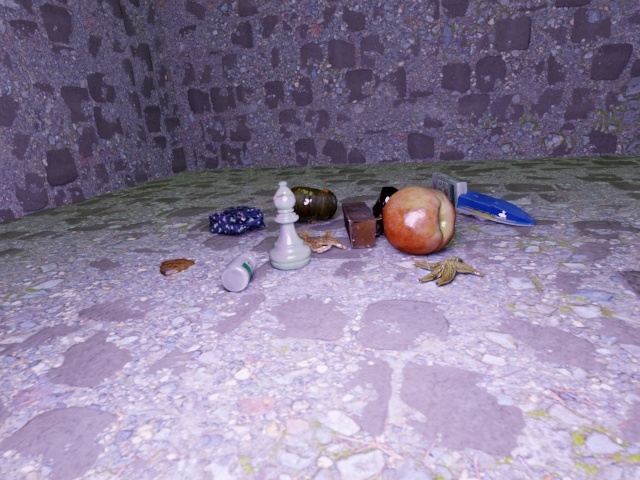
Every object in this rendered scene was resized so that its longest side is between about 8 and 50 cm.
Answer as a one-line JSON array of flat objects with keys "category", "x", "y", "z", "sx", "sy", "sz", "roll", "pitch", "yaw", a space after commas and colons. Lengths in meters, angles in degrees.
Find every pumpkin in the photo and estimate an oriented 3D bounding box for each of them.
[{"category": "pumpkin", "x": -0.043, "y": -0.153, "z": 1.761, "sx": 0.237, "sy": 0.160, "sz": 0.238, "roll": 6, "pitch": -2, "yaw": 0}]

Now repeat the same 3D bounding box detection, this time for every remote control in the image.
[{"category": "remote control", "x": 0.592, "y": -0.228, "z": 1.861, "sx": 0.050, "sy": 0.145, "sz": 0.344, "roll": -9, "pitch": 17, "yaw": -1}]

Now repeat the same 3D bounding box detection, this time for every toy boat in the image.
[{"category": "toy boat", "x": 0.692, "y": -0.111, "z": 1.583, "sx": 0.295, "sy": 0.088, "sz": 0.129, "roll": 26, "pitch": 38, "yaw": 38}]

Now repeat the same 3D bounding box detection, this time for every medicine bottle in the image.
[{"category": "medicine bottle", "x": -0.235, "y": 0.090, "z": 1.182, "sx": 0.080, "sy": 0.081, "sz": 0.130, "roll": -2, "pitch": 18, "yaw": 7}]

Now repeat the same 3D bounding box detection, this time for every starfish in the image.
[{"category": "starfish", "x": 0.352, "y": 0.078, "z": 1.151, "sx": 0.216, "sy": 0.050, "sz": 0.223, "roll": 1, "pitch": 12, "yaw": 41}, {"category": "starfish", "x": 0.001, "y": 0.009, "z": 1.459, "sx": 0.209, "sy": 0.053, "sz": 0.150, "roll": 10, "pitch": 35, "yaw": 27}]

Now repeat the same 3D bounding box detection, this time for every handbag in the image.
[{"category": "handbag", "x": -0.352, "y": -0.088, "z": 1.715, "sx": 0.260, "sy": 0.113, "sz": 0.161, "roll": 1, "pitch": 11, "yaw": 42}]

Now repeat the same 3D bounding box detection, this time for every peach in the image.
[{"category": "peach", "x": 0.302, "y": -0.066, "z": 1.318, "sx": 0.232, "sy": 0.233, "sz": 0.256, "roll": -18, "pitch": 13, "yaw": -36}]

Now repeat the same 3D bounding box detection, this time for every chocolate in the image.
[{"category": "chocolate", "x": 0.272, "y": -0.074, "z": 1.534, "sx": 0.177, "sy": 0.206, "sz": 0.224, "roll": -50, "pitch": 11, "yaw": 1}, {"category": "chocolate", "x": 0.140, "y": -0.063, "z": 1.520, "sx": 0.111, "sy": 0.112, "sz": 0.321, "roll": -4, "pitch": 17, "yaw": -2}]

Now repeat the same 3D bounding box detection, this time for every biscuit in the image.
[{"category": "biscuit", "x": -0.491, "y": 0.086, "z": 1.356, "sx": 0.119, "sy": 0.019, "sz": 0.130, "roll": -4, "pitch": 18, "yaw": 4}]

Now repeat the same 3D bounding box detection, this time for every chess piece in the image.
[{"category": "chess piece", "x": -0.108, "y": -0.053, "z": 1.282, "sx": 0.138, "sy": 0.272, "sz": 0.139, "roll": -5, "pitch": 19, "yaw": 2}]

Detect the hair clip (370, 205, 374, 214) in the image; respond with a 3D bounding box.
[{"category": "hair clip", "x": 0.306, "y": -0.146, "z": 1.851, "sx": 0.228, "sy": 0.036, "sz": 0.066, "roll": -8, "pitch": 25, "yaw": -11}]
